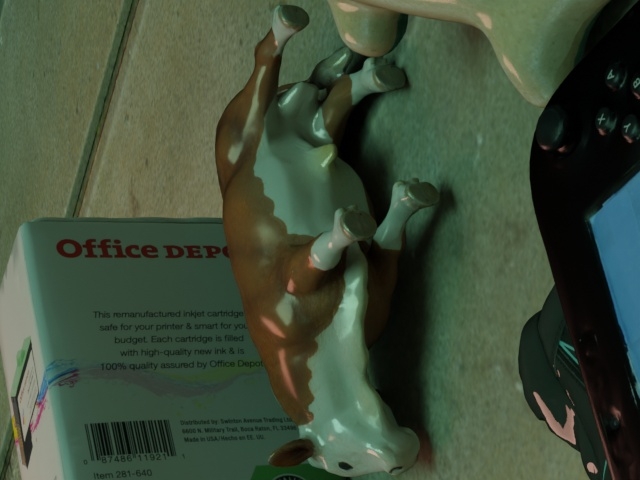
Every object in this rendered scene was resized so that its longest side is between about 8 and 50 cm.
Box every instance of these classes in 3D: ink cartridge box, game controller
[{"bbox_3d":[-0.111,0.126,1.229,0.117,0.201,0.278,119,143,-47],"label":"ink cartridge box"},{"bbox_3d":[0.163,0.037,0.651,0.166,0.067,0.319,121,145,-49],"label":"game controller"}]

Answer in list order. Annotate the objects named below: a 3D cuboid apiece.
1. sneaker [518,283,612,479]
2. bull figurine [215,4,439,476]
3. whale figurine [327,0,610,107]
[{"bbox_3d":[0.165,0.087,0.740,0.267,0.101,0.106,60,139,47],"label":"sneaker"},{"bbox_3d":[0.000,0.000,1.112,0.188,0.101,0.310,-59,40,42],"label":"bull figurine"},{"bbox_3d":[0.073,-0.195,0.951,0.272,0.141,0.216,43,134,27],"label":"whale figurine"}]
